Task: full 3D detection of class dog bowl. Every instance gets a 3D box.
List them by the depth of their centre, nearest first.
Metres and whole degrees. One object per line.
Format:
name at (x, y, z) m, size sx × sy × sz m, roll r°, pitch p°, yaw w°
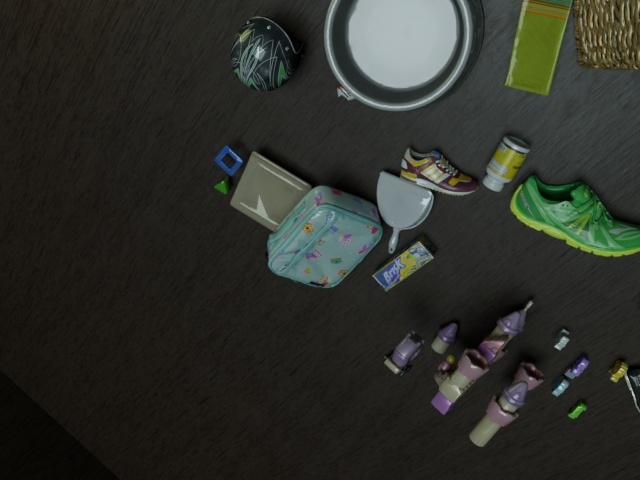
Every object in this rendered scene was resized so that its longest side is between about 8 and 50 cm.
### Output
dog bowl at (0.166, -0.434, 1.266) m, size 0.349 × 0.102 × 0.348 m, roll 6°, pitch 114°, yaw 14°

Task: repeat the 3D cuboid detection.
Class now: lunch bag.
lunch bag at (0.000, 0.000, 1.497) m, size 0.224 × 0.108 × 0.279 m, roll 18°, pitch 130°, yaw -31°

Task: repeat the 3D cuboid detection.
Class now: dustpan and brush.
dustpan and brush at (0.193, -0.056, 1.488) m, size 0.147 × 0.060 × 0.211 m, roll 26°, pitch 115°, yaw 24°

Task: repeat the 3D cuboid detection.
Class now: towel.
towel at (0.439, -0.418, 1.203) m, size 0.102 × 0.021 × 0.237 m, roll 29°, pitch 127°, yaw 37°

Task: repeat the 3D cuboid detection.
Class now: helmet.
helmet at (-0.127, -0.427, 1.375) m, size 0.169 × 0.161 × 0.169 m, roll 9°, pitch 117°, yaw 18°

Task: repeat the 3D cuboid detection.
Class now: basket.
basket at (0.610, -0.475, 1.087) m, size 0.214 × 0.223 × 0.299 m, roll -17°, pitch 109°, yaw -6°

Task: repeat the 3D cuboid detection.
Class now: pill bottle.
pill bottle at (0.409, -0.169, 1.332) m, size 0.065 × 0.065 × 0.116 m, roll 29°, pitch 122°, yaw 7°

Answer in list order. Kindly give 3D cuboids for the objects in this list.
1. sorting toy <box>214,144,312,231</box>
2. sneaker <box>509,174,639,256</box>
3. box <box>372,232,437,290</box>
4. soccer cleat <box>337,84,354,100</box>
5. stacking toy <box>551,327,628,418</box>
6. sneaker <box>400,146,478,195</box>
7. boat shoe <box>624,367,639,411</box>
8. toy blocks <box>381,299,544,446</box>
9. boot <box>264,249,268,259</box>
sorting toy at (-0.127, -0.122, 1.588) m, size 0.348 × 0.047 × 0.196 m, roll 32°, pitch 126°, yaw 3°
sneaker at (0.565, -0.056, 1.295) m, size 0.296 × 0.109 × 0.123 m, roll 21°, pitch 124°, yaw 12°
box at (0.213, 0.057, 1.527) m, size 0.059 × 0.054 × 0.169 m, roll 48°, pitch 123°, yaw -4°
soccer cleat at (0.079, -0.344, 1.410) m, size 0.083 × 0.029 × 0.035 m, roll 18°, pitch 134°, yaw 12°
stacking toy at (0.621, 0.339, 1.493) m, size 0.167 × 0.052 × 0.221 m, roll 31°, pitch 122°, yaw 7°
sneaker at (0.277, -0.163, 1.388) m, size 0.186 × 0.069 × 0.084 m, roll 14°, pitch 120°, yaw 14°
boat shoe at (0.774, 0.366, 1.443) m, size 0.042 × 0.049 × 0.133 m, roll -18°, pitch 102°, yaw 37°
toy blocks at (0.377, 0.256, 1.416) m, size 0.309 × 0.289 × 0.260 m, roll 40°, pitch 119°, yaw 21°
boot at (-0.093, 0.042, 1.634) m, size 0.121 × 0.045 × 0.099 m, roll 38°, pitch 142°, yaw -1°
